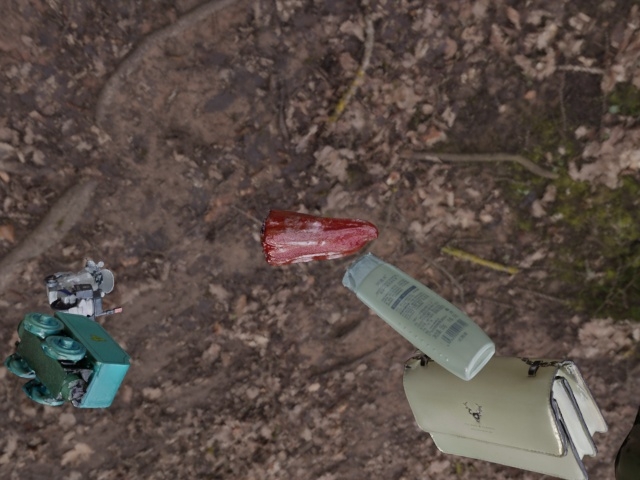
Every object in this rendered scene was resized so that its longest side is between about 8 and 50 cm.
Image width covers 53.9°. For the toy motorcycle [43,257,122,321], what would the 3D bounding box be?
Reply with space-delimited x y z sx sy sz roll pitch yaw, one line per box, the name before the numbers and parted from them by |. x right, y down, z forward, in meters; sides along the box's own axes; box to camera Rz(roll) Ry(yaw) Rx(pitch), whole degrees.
toy motorcycle | -0.532 0.112 1.407 0.150 0.221 0.102 -4 110 -28

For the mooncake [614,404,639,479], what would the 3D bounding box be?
mooncake | 0.463 0.251 0.576 0.194 0.356 0.356 19 116 -25

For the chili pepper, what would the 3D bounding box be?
chili pepper | 0.000 0.000 1.374 0.253 0.136 0.144 0 119 3

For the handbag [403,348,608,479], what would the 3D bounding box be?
handbag | 0.366 0.342 1.299 0.160 0.359 0.236 -43 113 -36

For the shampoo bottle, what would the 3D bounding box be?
shampoo bottle | 0.121 0.091 0.804 0.072 0.212 0.049 -42 144 -14

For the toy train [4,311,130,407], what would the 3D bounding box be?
toy train | -0.400 0.188 1.004 0.154 0.198 0.107 18 100 -52
